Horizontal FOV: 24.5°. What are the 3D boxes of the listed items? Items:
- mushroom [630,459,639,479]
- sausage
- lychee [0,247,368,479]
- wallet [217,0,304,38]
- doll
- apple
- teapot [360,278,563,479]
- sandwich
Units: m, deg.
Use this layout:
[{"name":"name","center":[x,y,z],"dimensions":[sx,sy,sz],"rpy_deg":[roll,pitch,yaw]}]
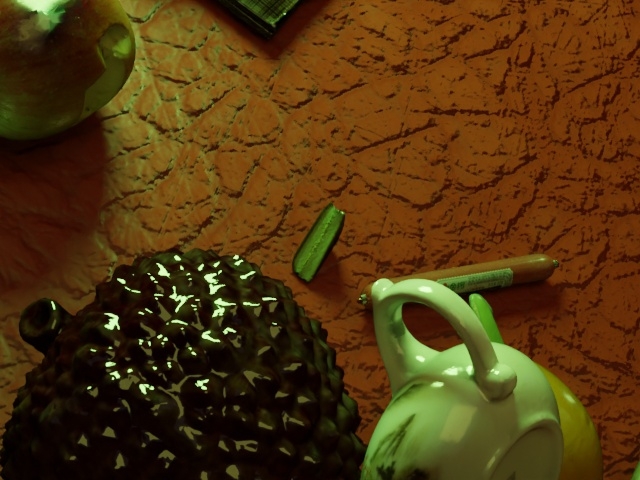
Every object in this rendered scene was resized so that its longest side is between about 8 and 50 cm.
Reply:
[{"name":"mushroom","center":[0.425,0.272,1.422],"dimensions":[0.243,0.243,0.243],"rpy_deg":[10,60,-17]},{"name":"sausage","center":[0.148,0.042,1.544],"dimensions":[0.253,0.034,0.034],"rpy_deg":[-10,68,-25]},{"name":"lychee","center":[-0.114,0.161,1.210],"dimensions":[0.330,0.306,0.306],"rpy_deg":[40,56,-4]},{"name":"wallet","center":[-0.041,-0.332,1.663],"dimensions":[0.124,0.042,0.230],"rpy_deg":[36,54,2]},{"name":"doll","center":[0.171,0.185,1.388],"dimensions":[0.213,0.213,0.236],"rpy_deg":[37,43,0]},{"name":"apple","center":[-0.268,-0.186,1.416],"dimensions":[0.199,0.199,0.199],"rpy_deg":[10,60,-17]},{"name":"teapot","center":[0.104,0.166,1.177],"dimensions":[0.139,0.298,0.204],"rpy_deg":[25,36,37]},{"name":"sandwich","center":[0.000,0.000,1.505],"dimensions":[0.031,0.044,0.083],"rpy_deg":[32,99,2]}]
